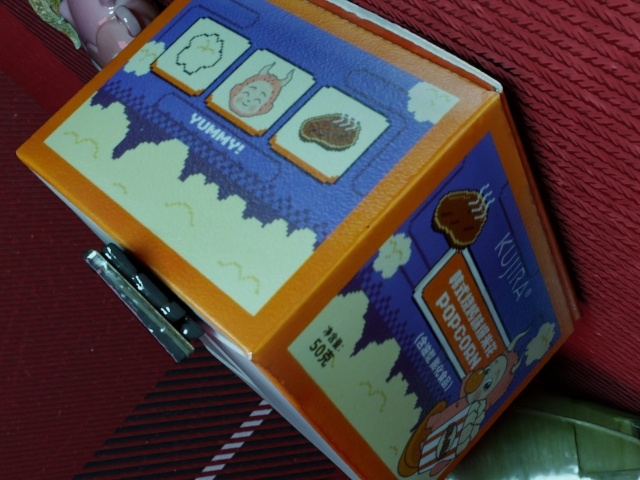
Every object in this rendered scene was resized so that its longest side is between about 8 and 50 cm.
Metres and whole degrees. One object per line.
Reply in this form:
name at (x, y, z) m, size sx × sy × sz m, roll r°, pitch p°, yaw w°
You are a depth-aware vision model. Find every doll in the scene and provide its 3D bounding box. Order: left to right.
doll at (-0.219, -0.229, 1.093) m, size 0.211 × 0.093 × 0.262 m, roll 54°, pitch 170°, yaw -21°

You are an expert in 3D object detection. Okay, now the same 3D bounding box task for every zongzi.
zongzi at (0.291, 0.207, 1.121) m, size 0.447 × 0.418 × 0.181 m, roll -9°, pitch 124°, yaw 22°

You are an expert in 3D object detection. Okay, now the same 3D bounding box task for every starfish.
starfish at (-0.336, -0.316, 1.175) m, size 0.217 × 0.050 × 0.223 m, roll 49°, pitch 167°, yaw 42°

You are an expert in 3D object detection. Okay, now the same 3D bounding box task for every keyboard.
keyboard at (-0.142, 0.046, 0.775) m, size 0.106 × 0.027 × 0.317 m, roll 48°, pitch 169°, yaw -7°

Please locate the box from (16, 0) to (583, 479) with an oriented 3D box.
box at (0.000, 0.000, 0.833) m, size 0.319 × 0.257 × 0.348 m, roll 33°, pitch 166°, yaw 38°
